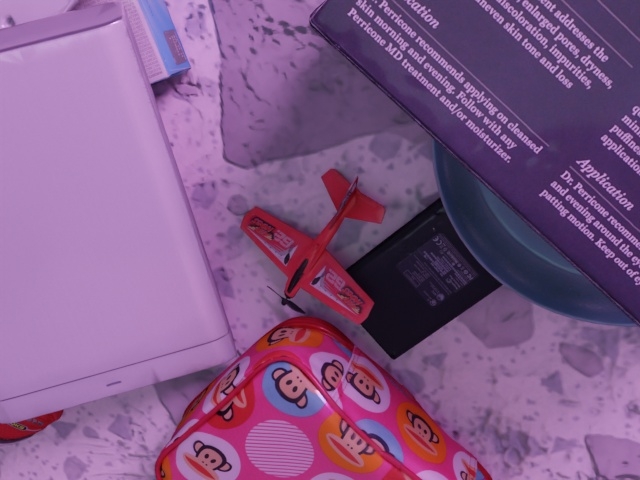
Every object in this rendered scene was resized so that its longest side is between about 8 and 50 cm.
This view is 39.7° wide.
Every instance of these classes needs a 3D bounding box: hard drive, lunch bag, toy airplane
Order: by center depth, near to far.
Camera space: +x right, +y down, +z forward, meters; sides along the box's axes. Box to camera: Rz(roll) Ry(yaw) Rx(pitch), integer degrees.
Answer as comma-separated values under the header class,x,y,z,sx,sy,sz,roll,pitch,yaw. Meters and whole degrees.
class,x,y,z,sx,sy,sz,roll,pitch,yaw
hard drive,-0.223,-0.002,0.741,0.233,0.047,0.353,-15,128,-3
toy airplane,0.000,0.000,0.795,0.151,0.028,0.151,6,103,27
hard drive,0.087,0.037,0.797,0.135,0.022,0.094,-38,99,23
lunch bag,-0.004,0.244,0.846,0.293,0.120,0.258,44,114,-7

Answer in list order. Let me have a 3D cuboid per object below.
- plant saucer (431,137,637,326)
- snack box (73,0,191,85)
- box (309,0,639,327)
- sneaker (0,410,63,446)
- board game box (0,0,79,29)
class,x,y,z,sx,sy,sz,roll,pitch,yaw
plant saucer,0.249,-0.083,0.704,0.317,0.044,0.318,5,112,11
snack box,-0.294,-0.181,0.776,0.322,0.060,0.187,-16,104,18
box,0.231,-0.152,0.561,0.343,0.179,0.312,42,115,-6
sneaker,-0.334,0.071,0.881,0.118,0.107,0.279,-18,110,-1
board game box,-0.399,-0.233,0.725,0.390,0.050,0.390,46,109,2
